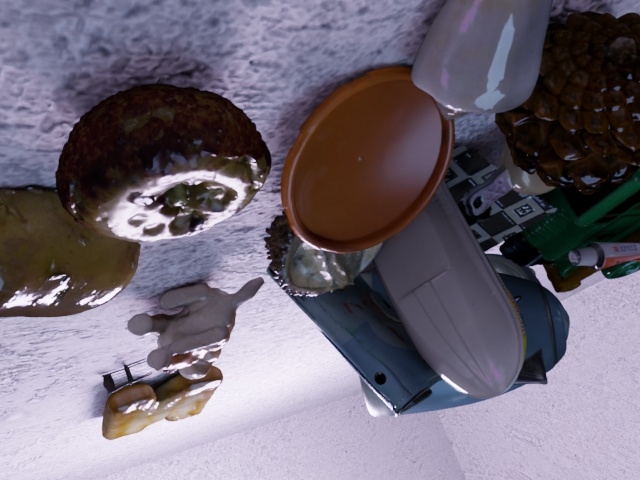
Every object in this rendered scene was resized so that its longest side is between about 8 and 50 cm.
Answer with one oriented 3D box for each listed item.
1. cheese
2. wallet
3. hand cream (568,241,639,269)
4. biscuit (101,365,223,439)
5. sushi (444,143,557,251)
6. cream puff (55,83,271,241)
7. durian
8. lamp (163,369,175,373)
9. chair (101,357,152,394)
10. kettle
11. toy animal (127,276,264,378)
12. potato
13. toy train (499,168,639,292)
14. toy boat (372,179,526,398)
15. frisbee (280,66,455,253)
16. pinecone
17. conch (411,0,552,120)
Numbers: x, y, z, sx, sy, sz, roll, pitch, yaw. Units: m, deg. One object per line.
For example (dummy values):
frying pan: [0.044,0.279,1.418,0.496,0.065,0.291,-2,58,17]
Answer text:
cheese: [0.240,-0.085,0.646,0.092,0.047,0.171,37,92,-34]
wallet: [0.053,0.113,0.739,0.075,0.250,0.176,-51,157,13]
hand cream: [0.436,0.019,0.753,0.216,0.038,0.052,-2,179,-14]
biscuit: [-0.346,0.349,1.179,0.236,0.062,0.291,-11,156,-27]
sushi: [0.175,-0.042,0.755,0.192,0.040,0.210,27,134,-26]
cream puff: [-0.112,-0.057,0.397,0.149,0.084,0.149,-17,162,-6]
durian: [0.000,0.000,0.625,0.148,0.091,0.188,-41,139,-13]
lamp: [-0.247,0.208,0.986,0.063,0.031,0.083,-8,151,-38]
chair: [-0.334,0.233,0.943,0.086,0.037,0.042,-22,172,-13]
kettle: [0.240,0.132,0.955,0.342,0.319,0.247,-9,128,9]
toy animal: [-0.155,0.127,0.787,0.183,0.104,0.185,-26,156,-11]
potato: [-0.249,0.026,0.470,0.164,0.081,0.200,-35,158,28]
toy train: [0.409,-0.062,0.792,0.249,0.178,0.429,-5,153,-24]
toy boat: [0.150,0.048,0.660,0.140,0.269,0.141,-31,170,-6]
frisbee: [0.045,-0.073,0.522,0.192,0.035,0.192,-20,133,-23]
pinecone: [0.236,-0.120,0.503,0.173,0.174,0.173,-19,159,-8]
conch: [0.128,-0.165,0.416,0.104,0.094,0.176,-4,128,-11]
